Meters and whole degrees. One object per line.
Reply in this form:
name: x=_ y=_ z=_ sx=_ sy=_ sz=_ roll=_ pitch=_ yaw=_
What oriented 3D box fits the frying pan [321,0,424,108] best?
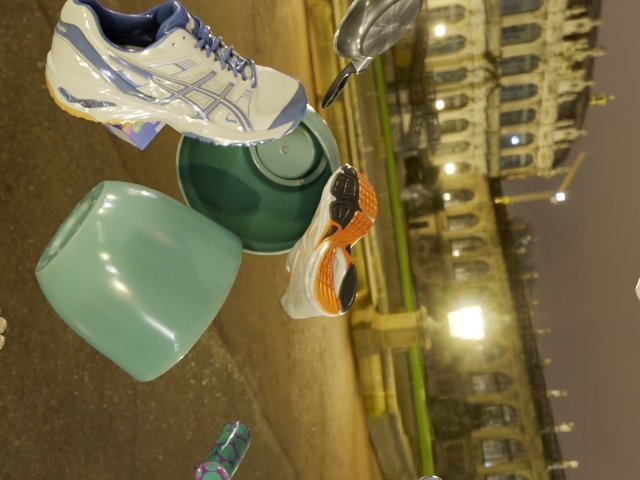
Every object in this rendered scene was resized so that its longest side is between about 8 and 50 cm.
frying pan: x=0.068 y=-0.337 z=1.320 sx=0.053 sy=0.326 sz=0.197 roll=50 pitch=29 yaw=15

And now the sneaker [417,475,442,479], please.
sneaker: x=0.111 y=0.352 z=0.800 sx=0.087 sy=0.083 sz=0.221 roll=82 pitch=7 yaw=-53

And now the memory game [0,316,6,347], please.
memory game: x=-0.711 y=0.200 z=1.508 sx=0.012 sy=0.186 sz=0.186 roll=72 pitch=13 yaw=-53

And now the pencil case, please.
pencil case: x=-0.175 y=0.391 z=1.374 sx=0.064 sy=0.070 sz=0.151 roll=56 pitch=20 yaw=-7

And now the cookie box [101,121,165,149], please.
cookie box: x=-0.243 y=-0.178 z=1.019 sx=0.107 sy=0.092 sz=0.040 roll=28 pitch=-15 yaw=48

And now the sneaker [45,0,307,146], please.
sneaker: x=-0.140 y=-0.188 z=0.830 sx=0.131 sy=0.297 sz=0.112 roll=-65 pitch=-146 yaw=39

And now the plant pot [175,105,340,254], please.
plant pot: x=-0.088 y=-0.145 z=1.389 sx=0.196 sy=0.293 sz=0.293 roll=-55 pitch=139 yaw=-61

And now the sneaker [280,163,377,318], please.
sneaker: x=0.000 y=0.000 z=1.133 sx=0.099 sy=0.121 sz=0.262 roll=39 pitch=51 yaw=-28

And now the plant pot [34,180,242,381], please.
plant pot: x=-0.308 y=0.043 z=1.228 sx=0.235 sy=0.293 sz=0.293 roll=39 pitch=30 yaw=-24

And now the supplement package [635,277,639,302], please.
supplement package: x=0.559 y=0.083 z=1.159 sx=0.179 sy=0.105 sz=0.105 roll=-27 pitch=98 yaw=-58

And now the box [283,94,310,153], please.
box: x=-0.145 y=-0.254 z=1.633 sx=0.094 sy=0.275 sz=0.113 roll=-43 pitch=127 yaw=-37
